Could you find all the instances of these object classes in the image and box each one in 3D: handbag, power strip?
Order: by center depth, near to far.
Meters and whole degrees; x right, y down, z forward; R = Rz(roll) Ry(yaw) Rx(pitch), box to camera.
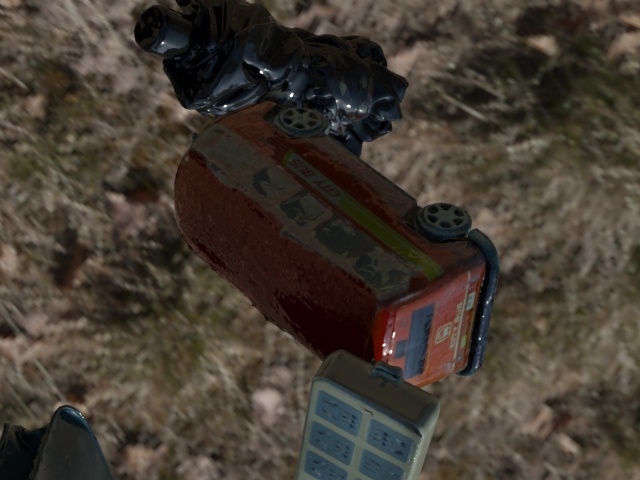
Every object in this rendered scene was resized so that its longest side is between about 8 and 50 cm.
[{"bbox_3d":[0.027,0.142,1.171,0.035,0.081,0.192,-55,166,-35],"label":"power strip"},{"bbox_3d":[-0.178,0.249,1.278,0.062,0.179,0.229,-16,112,9],"label":"handbag"}]

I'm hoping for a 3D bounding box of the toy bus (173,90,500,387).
[{"bbox_3d":[0.000,0.000,1.253,0.120,0.265,0.121,-24,137,-33],"label":"toy bus"}]

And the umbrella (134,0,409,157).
[{"bbox_3d":[-0.047,-0.148,1.507,0.272,0.110,0.122,16,80,-43],"label":"umbrella"}]
